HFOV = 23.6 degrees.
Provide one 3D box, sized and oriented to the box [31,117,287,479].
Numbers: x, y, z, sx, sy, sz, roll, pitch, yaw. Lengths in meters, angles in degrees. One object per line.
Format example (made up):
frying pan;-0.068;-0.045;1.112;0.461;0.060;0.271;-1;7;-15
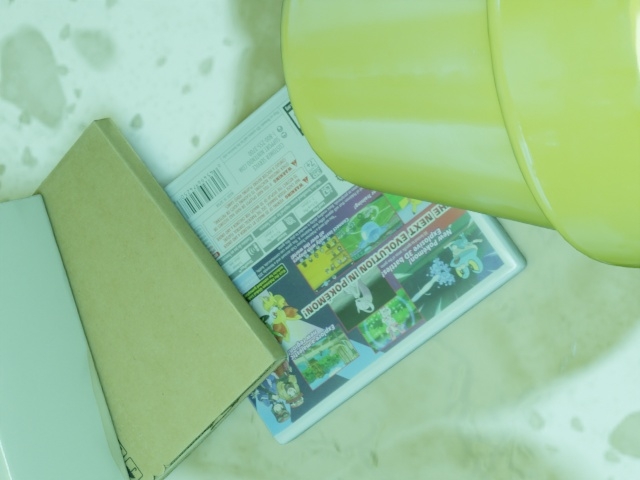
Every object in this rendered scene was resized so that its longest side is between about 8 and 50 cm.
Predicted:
box;-0.131;0.047;1.014;0.164;0.021;0.201;-46;74;30

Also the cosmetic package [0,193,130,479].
cosmetic package;-0.227;0.141;1.011;0.160;0.113;0.309;-16;90;32

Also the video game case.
video game case;0.000;0.000;0.972;0.201;0.023;0.183;-38;79;20

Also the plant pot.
plant pot;0.121;-0.110;0.807;0.239;0.254;0.253;-1;93;39
